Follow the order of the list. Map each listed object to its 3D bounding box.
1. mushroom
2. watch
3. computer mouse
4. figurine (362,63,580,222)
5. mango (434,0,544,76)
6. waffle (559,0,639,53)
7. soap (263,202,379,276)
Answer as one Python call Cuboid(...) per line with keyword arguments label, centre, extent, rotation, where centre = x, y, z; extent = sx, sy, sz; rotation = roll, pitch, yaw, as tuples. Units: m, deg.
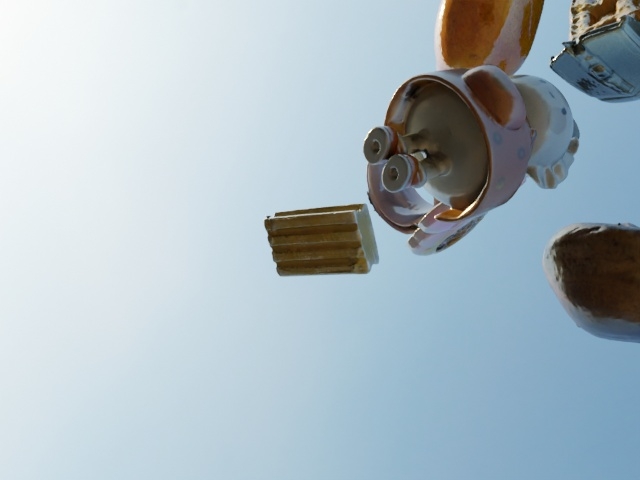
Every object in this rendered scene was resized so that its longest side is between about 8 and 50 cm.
Cuboid(label="mushroom", centre=(0.499, 0.069, 1.056), extent=(0.264, 0.283, 0.195), rotation=(14, -81, 20))
Cuboid(label="watch", centre=(0.189, -0.103, 1.129), extent=(0.217, 0.211, 0.248), rotation=(55, -32, 14))
Cuboid(label="computer mouse", centre=(0.419, -0.239, 0.898), extent=(0.126, 0.231, 0.071), rotation=(-22, -111, 50))
Cuboid(label="figurine", centre=(0.156, -0.095, 0.609), extent=(0.143, 0.271, 0.143), rotation=(7, -79, 42))
Cuboid(label="mango", centre=(0.232, -0.331, 0.848), extent=(0.126, 0.154, 0.252), rotation=(32, -57, 34))
Cuboid(label="waffle", centre=(0.573, -0.387, 1.042), extent=(0.348, 0.077, 0.304), rotation=(-18, -146, 36))
Cuboid(label="soap", centre=(0.000, 0.000, 1.635), extent=(0.274, 0.089, 0.173), rotation=(-3, -71, 32))
